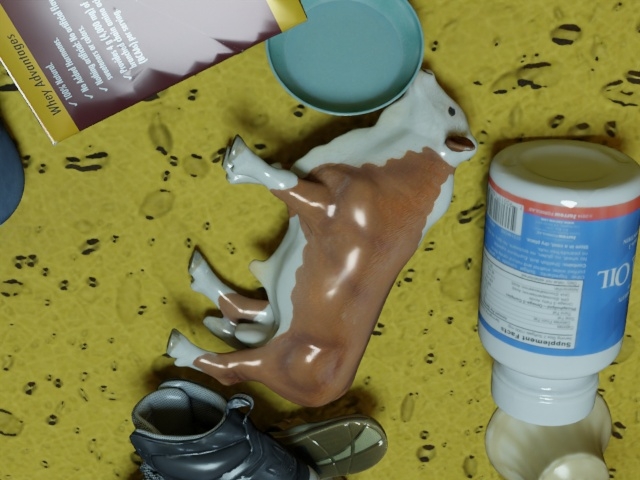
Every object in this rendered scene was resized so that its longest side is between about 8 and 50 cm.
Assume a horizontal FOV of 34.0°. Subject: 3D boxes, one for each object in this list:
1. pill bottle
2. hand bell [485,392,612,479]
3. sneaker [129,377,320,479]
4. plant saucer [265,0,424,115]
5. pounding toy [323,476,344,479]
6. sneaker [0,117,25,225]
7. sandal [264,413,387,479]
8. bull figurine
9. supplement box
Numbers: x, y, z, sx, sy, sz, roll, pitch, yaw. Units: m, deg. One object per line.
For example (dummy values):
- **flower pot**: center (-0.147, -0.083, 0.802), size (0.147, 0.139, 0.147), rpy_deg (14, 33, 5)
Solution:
- **pill bottle**: center (0.195, 0.038, 0.874), size (0.124, 0.124, 0.221), rpy_deg (-3, 117, -5)
- **hand bell**: center (0.232, 0.238, 0.909), size (0.126, 0.242, 0.126), rpy_deg (-2, 116, -5)
- **sneaker**: center (-0.143, 0.209, 0.920), size (0.269, 0.101, 0.153), rpy_deg (-20, 112, 20)
- **plant saucer**: center (0.018, -0.146, 0.792), size (0.119, 0.021, 0.119), rpy_deg (1, 74, -2)
- **pounding toy**: center (0.027, 0.314, 1.003), size (0.181, 0.094, 0.206), rpy_deg (-28, 116, 8)
- **sneaker**: center (-0.269, -0.105, 0.673), size (0.148, 0.131, 0.350), rpy_deg (4, 154, 23)
- **sandal**: center (-0.020, 0.187, 0.958), size (0.180, 0.049, 0.072), rpy_deg (-17, 114, 21)
- **bull figurine**: center (0.000, 0.000, 0.848), size (0.188, 0.101, 0.310), rpy_deg (16, 110, -10)
- **supplement box**: center (-0.140, -0.205, 0.714), size (0.194, 0.129, 0.191), rpy_deg (-25, 116, 6)
